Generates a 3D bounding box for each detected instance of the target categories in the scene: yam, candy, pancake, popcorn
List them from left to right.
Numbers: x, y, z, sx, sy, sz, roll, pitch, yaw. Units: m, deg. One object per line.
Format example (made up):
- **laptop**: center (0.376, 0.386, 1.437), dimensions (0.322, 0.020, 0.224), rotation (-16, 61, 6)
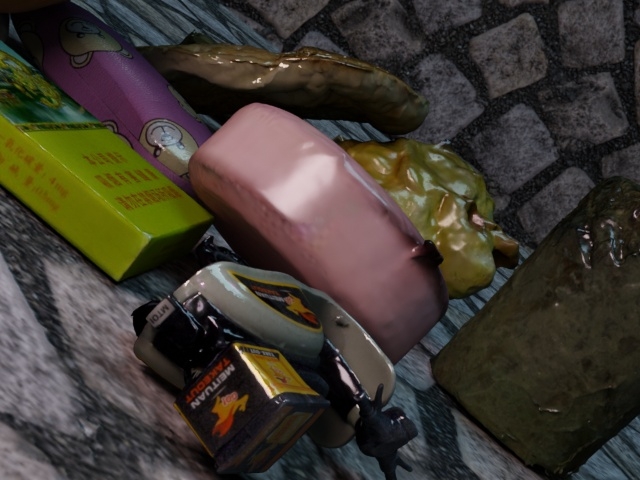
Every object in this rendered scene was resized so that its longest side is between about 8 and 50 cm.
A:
- **pancake**: center (-0.057, -0.175, 1.456), dimensions (0.386, 0.082, 0.387), rotation (6, 3, 0)
- **candy**: center (0.000, 0.000, 1.045), dimensions (0.255, 0.094, 0.255), rotation (45, -11, 11)
- **popcorn**: center (0.099, -0.026, 1.424), dimensions (0.266, 0.192, 0.233), rotation (25, 8, 33)
- **yam**: center (0.272, 0.089, 1.286), dimensions (0.195, 0.300, 0.195), rotation (34, 22, -16)

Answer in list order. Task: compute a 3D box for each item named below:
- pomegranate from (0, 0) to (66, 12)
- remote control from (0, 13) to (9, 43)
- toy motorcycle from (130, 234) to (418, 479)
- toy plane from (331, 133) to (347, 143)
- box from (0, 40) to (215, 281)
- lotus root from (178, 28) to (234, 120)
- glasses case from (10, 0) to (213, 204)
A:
- **pomegranate**: center (-0.285, -0.400, 1.146), dimensions (0.411, 0.411, 0.411), rotation (38, 11, -8)
- **remote control**: center (-0.335, -0.240, 1.289), dimensions (0.050, 0.027, 0.184), rotation (37, 10, -25)
- **toy motorcycle**: center (-0.022, 0.084, 0.843), dimensions (0.157, 0.091, 0.263), rotation (50, 14, 25)
- **toy plane**: center (0.091, -0.044, 1.762), dimensions (0.256, 0.104, 0.242), rotation (23, 33, -37)
- **box**: center (-0.240, -0.100, 0.975), dimensions (0.335, 0.047, 0.187), rotation (39, 11, 4)
- **lotus root**: center (-0.144, -0.215, 1.730), dimensions (0.144, 0.070, 0.143), rotation (36, 16, -37)
- **glasses case**: center (-0.192, -0.140, 1.224), dimensions (0.316, 0.076, 0.123), rotation (46, 13, 34)
